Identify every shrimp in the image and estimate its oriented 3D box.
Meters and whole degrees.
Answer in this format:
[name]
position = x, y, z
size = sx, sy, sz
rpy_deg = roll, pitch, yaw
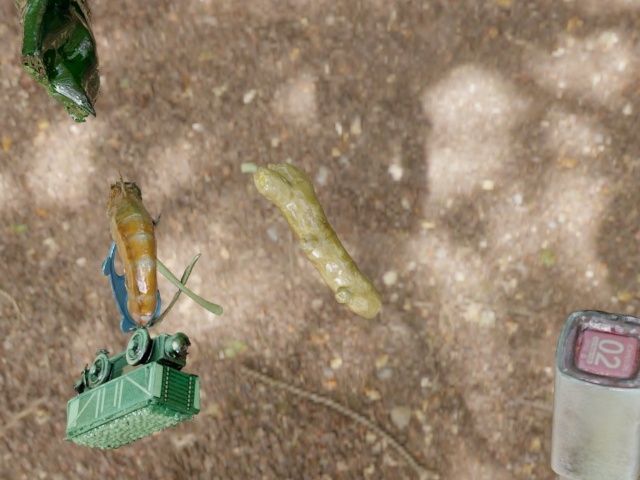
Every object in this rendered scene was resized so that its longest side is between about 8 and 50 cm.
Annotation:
[shrimp]
position = -0.245, 0.006, 1.543
size = 0.068, 0.150, 0.248
rpy_deg = -1, 47, -16

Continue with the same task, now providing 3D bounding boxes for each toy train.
[toy train]
position = -0.295, 0.234, 1.860
size = 0.269, 0.115, 0.154
rpy_deg = -26, 57, 36

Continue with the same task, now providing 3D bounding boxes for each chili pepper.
[chili pepper]
position = -0.234, -0.190, 1.028
size = 0.061, 0.098, 0.224
rpy_deg = -38, 47, 11

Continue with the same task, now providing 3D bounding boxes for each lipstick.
[lipstick]
position = 0.233, 0.172, 0.977
size = 0.077, 0.252, 0.079
rpy_deg = 10, 46, 18

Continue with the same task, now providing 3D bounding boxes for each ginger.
[ginger]
position = 0.002, -0.002, 1.861
size = 0.298, 0.065, 0.118
rpy_deg = 54, 34, 7

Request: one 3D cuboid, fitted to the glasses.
[glasses]
position = -0.288, 0.078, 2.201
size = 0.207, 0.239, 0.102
rpy_deg = -2, 40, 4
